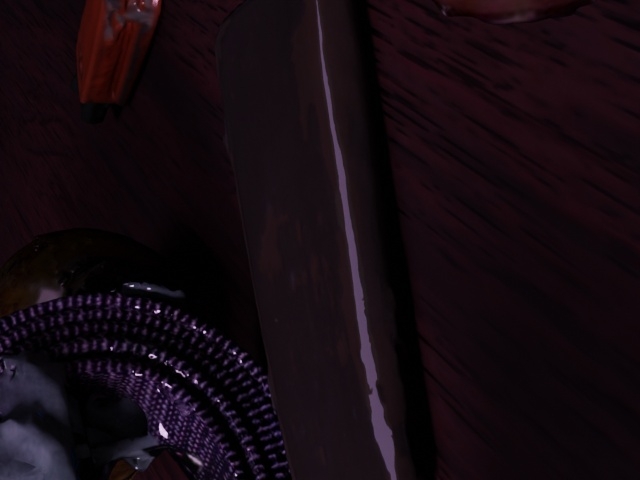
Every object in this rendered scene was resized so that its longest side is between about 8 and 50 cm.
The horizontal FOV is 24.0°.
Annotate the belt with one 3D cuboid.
[{"bbox_3d":[-0.127,0.189,0.943,0.122,0.260,0.325,123,136,-56],"label":"belt"}]

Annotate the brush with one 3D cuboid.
[{"bbox_3d":[-0.170,-0.184,1.273,0.323,0.051,0.070,128,139,-66],"label":"brush"}]

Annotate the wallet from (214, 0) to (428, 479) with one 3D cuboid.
[{"bbox_3d":[0.000,0.000,0.869,0.165,0.042,0.310,152,109,-66],"label":"wallet"}]

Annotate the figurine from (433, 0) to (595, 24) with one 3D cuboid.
[{"bbox_3d":[0.091,-0.236,0.447,0.365,0.206,0.218,71,-161,-48],"label":"figurine"}]

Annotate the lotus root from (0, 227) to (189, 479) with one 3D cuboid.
[{"bbox_3d":[-0.206,0.106,1.248,0.397,0.179,0.196,132,127,-64],"label":"lotus root"}]
